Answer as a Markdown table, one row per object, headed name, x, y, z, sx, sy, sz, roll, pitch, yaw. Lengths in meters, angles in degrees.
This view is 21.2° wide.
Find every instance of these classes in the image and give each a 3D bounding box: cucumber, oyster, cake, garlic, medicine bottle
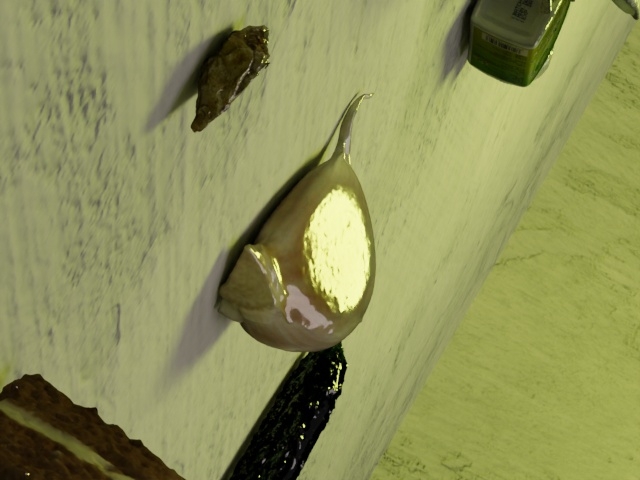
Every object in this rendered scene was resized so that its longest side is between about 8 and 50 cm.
| name | x | y | z | sx | sy | sz | roll | pitch | yaw |
| --- | --- | --- | --- | --- | --- | --- | --- | --- | --- |
| cucumber | -0.045 | 0.227 | 1.906 | 0.300 | 0.072 | 0.072 | -60 | 170 | -23 |
| oyster | -0.057 | -0.106 | 1.077 | 0.051 | 0.034 | 0.093 | -50 | -171 | 33 |
| cake | -0.166 | 0.171 | 0.957 | 0.134 | 0.135 | 0.147 | -64 | 170 | 25 |
| garlic | 0.000 | -0.001 | 1.509 | 0.148 | 0.128 | 0.266 | -56 | -172 | 44 |
| medicine bottle | 0.227 | -0.251 | 1.948 | 0.188 | 0.088 | 0.132 | 77 | 38 | -74 |

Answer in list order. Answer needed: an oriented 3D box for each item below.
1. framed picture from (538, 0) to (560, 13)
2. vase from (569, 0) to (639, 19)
| name | x | y | z | sx | sy | sz | roll | pitch | yaw |
| --- | --- | --- | --- | --- | --- | --- | --- | --- | --- |
| framed picture | 0.274 | -0.383 | 1.806 | 0.281 | 0.019 | 0.208 | -48 | 137 | -53 |
| vase | 0.313 | -0.422 | 1.520 | 0.445 | 0.250 | 0.250 | -59 | 170 | 6 |
